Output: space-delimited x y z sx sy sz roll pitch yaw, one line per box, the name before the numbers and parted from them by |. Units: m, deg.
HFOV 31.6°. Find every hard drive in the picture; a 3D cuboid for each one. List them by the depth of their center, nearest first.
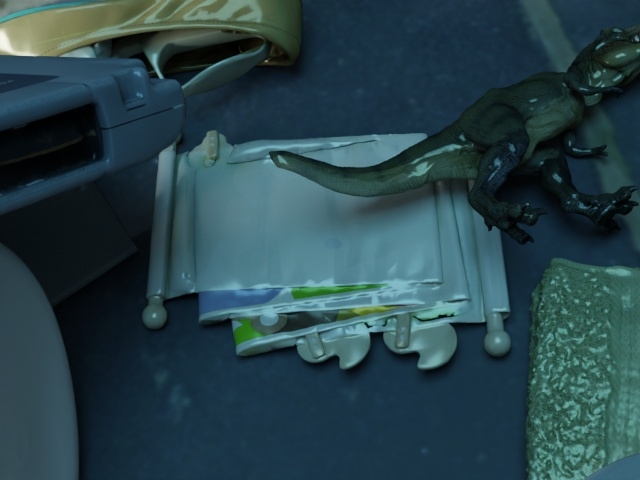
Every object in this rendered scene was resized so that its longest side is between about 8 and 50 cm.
hard drive | -0.191 0.005 0.688 0.135 0.094 0.022 -35 32 -10

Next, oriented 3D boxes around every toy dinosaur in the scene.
toy dinosaur | 0.115 -0.051 0.676 0.268 0.064 0.118 -22 54 -19

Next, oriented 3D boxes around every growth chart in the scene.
growth chart | 0.000 0.000 0.701 0.237 0.021 0.172 2 63 10

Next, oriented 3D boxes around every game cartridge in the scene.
game cartridge | -0.238 -0.037 0.557 0.198 0.062 0.297 4 21 41

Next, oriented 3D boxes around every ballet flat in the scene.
ballet flat | -0.124 -0.127 0.759 0.232 0.080 0.073 -13 72 2

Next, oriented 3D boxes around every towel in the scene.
towel | 0.168 0.080 0.629 0.110 0.027 0.148 5 63 12

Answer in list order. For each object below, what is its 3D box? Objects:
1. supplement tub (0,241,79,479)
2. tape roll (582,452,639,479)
supplement tub | -0.303 0.117 0.565 0.316 0.228 0.228 -5 61 5
tape roll | 0.174 0.203 0.488 0.219 0.072 0.219 10 51 -13
